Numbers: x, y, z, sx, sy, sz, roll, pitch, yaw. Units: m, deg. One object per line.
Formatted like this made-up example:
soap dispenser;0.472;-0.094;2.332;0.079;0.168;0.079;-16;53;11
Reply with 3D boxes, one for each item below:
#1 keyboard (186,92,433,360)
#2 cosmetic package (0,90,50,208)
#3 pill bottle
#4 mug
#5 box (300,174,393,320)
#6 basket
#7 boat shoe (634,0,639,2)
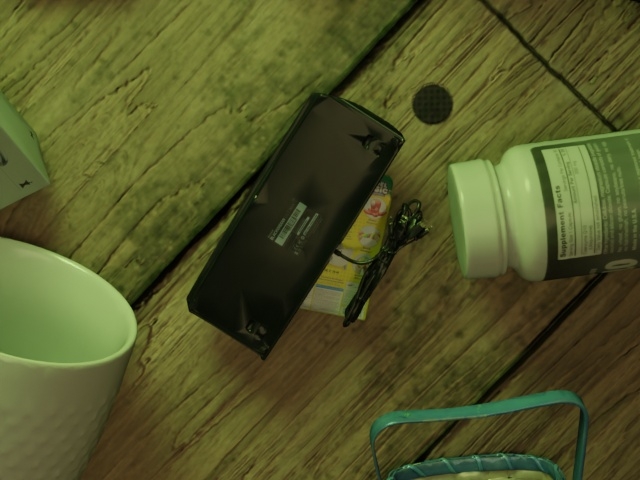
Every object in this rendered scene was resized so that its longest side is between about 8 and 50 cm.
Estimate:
keyboard;0.000;0.000;1.568;0.201;0.033;0.317;33;103;0
cosmetic package;-0.502;-0.127;1.414;0.284;0.097;0.377;-28;144;3
pill bottle;0.297;-0.039;1.548;0.283;0.161;0.161;-8;104;0
mug;-0.396;0.214;1.471;0.276;0.374;0.328;24;110;4
box;0.021;-0.002;1.605;0.105;0.043;0.179;11;105;-4
basket;0.196;0.316;1.607;0.254;0.201;0.289;-7;114;0
boat shoe;0.408;-0.299;1.487;0.156;0.187;0.500;-40;97;12
